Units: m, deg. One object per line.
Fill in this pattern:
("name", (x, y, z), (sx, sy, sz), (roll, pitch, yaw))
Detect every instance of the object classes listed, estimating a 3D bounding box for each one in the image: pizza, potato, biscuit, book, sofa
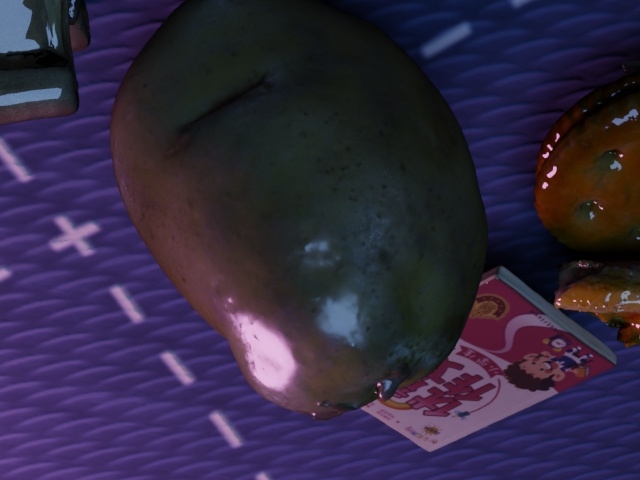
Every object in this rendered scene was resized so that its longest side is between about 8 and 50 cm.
("pizza", (0.343, 0.063, 1.219), (0.305, 0.161, 0.085), (4, 85, -16))
("potato", (-0.009, -0.036, 1.034), (0.243, 0.326, 0.221), (-34, 169, -24))
("biscuit", (0.285, -0.066, 1.155), (0.221, 0.066, 0.220), (-6, 141, -5))
("book", (0.129, 0.115, 1.253), (0.162, 0.022, 0.232), (37, 131, -26))
("sofa", (-0.248, -0.136, 0.939), (0.200, 0.258, 0.182), (-9, 110, -5))

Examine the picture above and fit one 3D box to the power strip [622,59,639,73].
("power strip", (0.336, -0.159, 1.147), (0.175, 0.042, 0.075), (-8, 125, -5))
